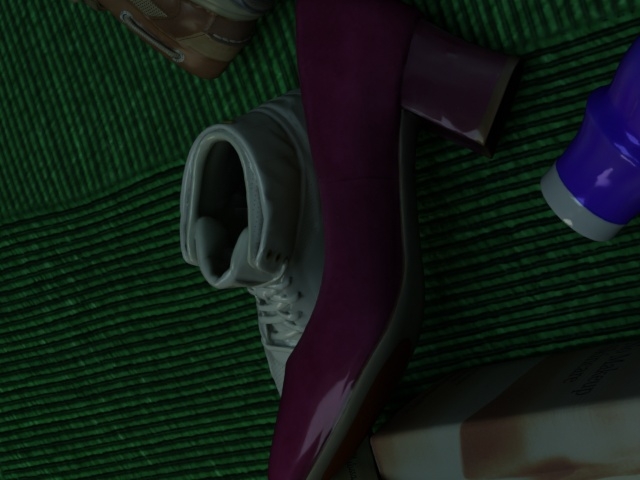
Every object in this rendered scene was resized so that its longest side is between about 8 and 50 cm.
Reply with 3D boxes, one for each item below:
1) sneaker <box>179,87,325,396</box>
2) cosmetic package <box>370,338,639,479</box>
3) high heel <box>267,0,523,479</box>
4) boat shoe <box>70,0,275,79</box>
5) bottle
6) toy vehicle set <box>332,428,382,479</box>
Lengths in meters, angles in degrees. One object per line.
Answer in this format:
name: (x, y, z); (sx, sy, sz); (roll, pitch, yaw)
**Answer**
sneaker: (-0.045, 0.034, 1.023); (0.108, 0.169, 0.292); (2, 106, 31)
cosmetic package: (0.205, 0.152, 0.903); (0.296, 0.153, 0.129); (-14, 96, 34)
high heel: (0.000, 0.000, 0.942); (0.181, 0.127, 0.377); (22, 79, 15)
boat shoe: (-0.185, -0.249, 1.063); (0.324, 0.123, 0.116); (40, 124, 20)
bottle: (0.253, -0.115, 0.812); (0.092, 0.118, 0.283); (47, 122, 13)
toy vehicle set: (0.049, 0.246, 0.958); (0.035, 0.267, 0.166); (-18, 114, 3)
